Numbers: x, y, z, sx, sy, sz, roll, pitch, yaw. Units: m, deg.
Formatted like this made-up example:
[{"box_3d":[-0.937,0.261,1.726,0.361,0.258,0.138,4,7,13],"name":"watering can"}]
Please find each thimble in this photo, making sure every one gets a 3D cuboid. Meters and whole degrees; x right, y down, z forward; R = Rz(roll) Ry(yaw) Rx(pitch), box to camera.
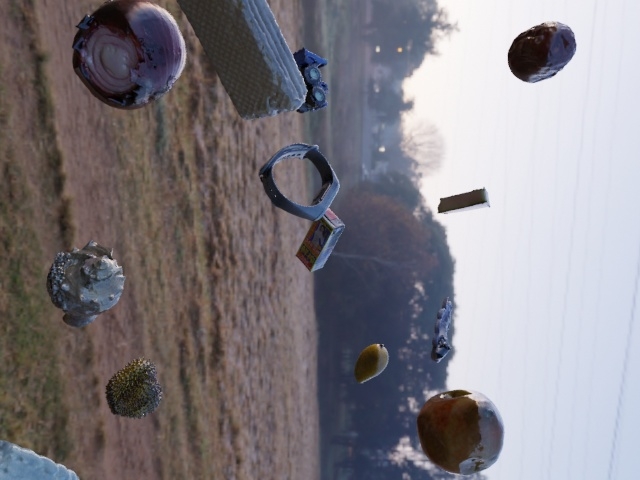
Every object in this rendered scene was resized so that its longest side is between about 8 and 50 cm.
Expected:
[{"box_3d":[-0.578,0.487,1.287,0.250,0.204,0.172,47,49,-34],"name":"thimble"}]

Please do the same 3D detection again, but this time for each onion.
[{"box_3d":[-0.558,-0.567,2.085,0.341,0.341,0.342,0,90,-88],"name":"onion"}]

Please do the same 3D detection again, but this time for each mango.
[{"box_3d":[0.180,0.446,2.495,0.187,0.101,0.066,-52,161,25],"name":"mango"}]

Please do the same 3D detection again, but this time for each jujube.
[{"box_3d":[0.600,-0.510,1.864,0.230,0.155,0.155,-134,-136,-81],"name":"jujube"}]

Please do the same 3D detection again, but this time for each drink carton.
[{"box_3d":[0.000,0.000,1.828,0.056,0.071,0.166,-22,151,-45],"name":"drink carton"}]

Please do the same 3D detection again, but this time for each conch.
[{"box_3d":[-0.517,0.099,1.511,0.245,0.162,0.178,-53,-168,40],"name":"conch"}]

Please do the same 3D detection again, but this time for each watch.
[{"box_3d":[-0.048,-0.155,1.726,0.068,0.193,0.206,-34,-160,48],"name":"watch"}]

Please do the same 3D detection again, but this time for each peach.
[{"box_3d":[0.357,0.459,1.686,0.235,0.214,0.214,131,-35,-57],"name":"peach"}]

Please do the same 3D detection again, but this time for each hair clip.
[{"box_3d":[0.333,0.235,1.831,0.195,0.052,0.124,-63,156,-49],"name":"hair clip"}]

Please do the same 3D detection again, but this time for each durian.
[{"box_3d":[-0.514,0.418,1.913,0.158,0.168,0.137,58,-21,-16],"name":"durian"}]

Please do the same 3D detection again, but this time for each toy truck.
[{"box_3d":[-0.037,-0.553,2.374,0.113,0.126,0.208,-8,-81,49],"name":"toy truck"}]

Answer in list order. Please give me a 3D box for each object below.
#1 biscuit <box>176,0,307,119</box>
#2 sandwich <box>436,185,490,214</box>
[{"box_3d":[-0.161,-0.400,1.147,0.078,0.143,0.426,-55,130,-40],"name":"biscuit"},{"box_3d":[0.432,-0.116,2.098,0.193,0.162,0.058,5,75,-75],"name":"sandwich"}]
